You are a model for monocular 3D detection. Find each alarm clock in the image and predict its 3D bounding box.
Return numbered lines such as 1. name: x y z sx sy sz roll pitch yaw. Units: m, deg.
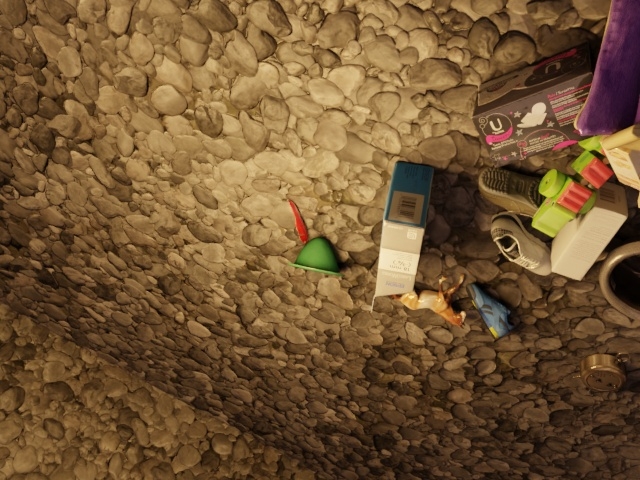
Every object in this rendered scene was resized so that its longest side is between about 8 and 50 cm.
1. alarm clock: 0.861 0.392 1.955 0.129 0.064 0.192 23 132 -3

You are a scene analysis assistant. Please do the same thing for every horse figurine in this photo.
1. horse figurine: 0.310 0.158 1.920 0.263 0.066 0.174 9 128 8

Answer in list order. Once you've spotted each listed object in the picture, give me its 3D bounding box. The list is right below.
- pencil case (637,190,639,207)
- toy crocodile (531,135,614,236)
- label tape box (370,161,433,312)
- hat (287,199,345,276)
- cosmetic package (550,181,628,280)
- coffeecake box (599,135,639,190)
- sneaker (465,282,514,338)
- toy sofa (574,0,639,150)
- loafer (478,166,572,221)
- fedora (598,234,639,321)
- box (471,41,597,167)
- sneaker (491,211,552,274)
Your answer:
1. pencil case: 0.850 -0.131 1.280 0.160 0.183 0.410 62 155 -8
2. toy crocodile: 0.602 -0.152 1.460 0.115 0.105 0.340 31 111 -10
3. label tape box: 0.211 0.002 1.684 0.106 0.240 0.333 10 135 8
4. hat: 0.000 0.000 1.907 0.173 0.183 0.208 10 176 19
5. cosmetic package: 0.653 -0.024 1.593 0.085 0.117 0.231 18 136 4
6. coffeecake box: 0.654 -0.202 1.313 0.068 0.142 0.185 39 -176 41
7. sneaker: 0.496 0.192 1.897 0.082 0.069 0.209 -33 112 7
8. toy sofa: 0.595 -0.341 1.149 0.177 0.150 0.362 15 92 3
9. loafer: 0.503 -0.108 1.598 0.251 0.094 0.087 23 164 4
10. fedora: 0.838 0.084 1.623 0.275 0.124 0.243 27 133 5
11. box: 0.466 -0.287 1.376 0.247 0.163 0.142 -16 122 30
12. sneaker: 0.526 0.029 1.703 0.235 0.095 0.090 38 131 -19
